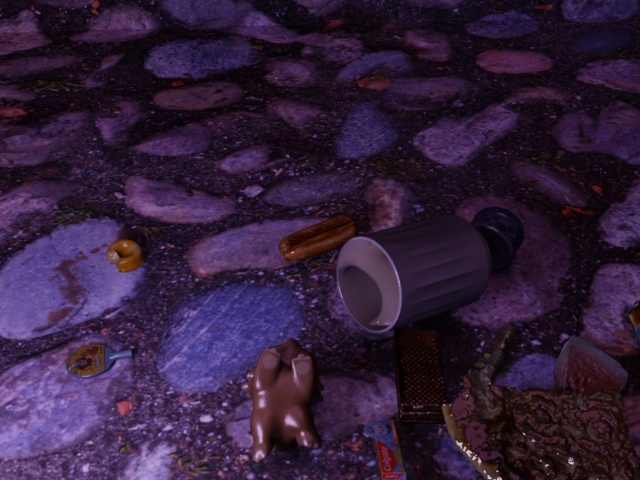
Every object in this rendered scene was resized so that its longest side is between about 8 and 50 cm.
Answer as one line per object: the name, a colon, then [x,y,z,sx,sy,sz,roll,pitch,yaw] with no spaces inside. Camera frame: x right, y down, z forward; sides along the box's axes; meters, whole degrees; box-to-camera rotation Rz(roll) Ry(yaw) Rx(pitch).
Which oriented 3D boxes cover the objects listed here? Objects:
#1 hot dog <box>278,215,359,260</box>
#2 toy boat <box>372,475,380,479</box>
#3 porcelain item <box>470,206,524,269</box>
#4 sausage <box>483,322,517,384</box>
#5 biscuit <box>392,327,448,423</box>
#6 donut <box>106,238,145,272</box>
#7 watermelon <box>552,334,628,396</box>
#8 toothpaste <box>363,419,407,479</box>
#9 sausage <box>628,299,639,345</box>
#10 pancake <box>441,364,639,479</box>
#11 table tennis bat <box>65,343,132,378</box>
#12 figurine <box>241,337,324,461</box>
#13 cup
hot dog: [0.000,0.000,2.179,0.249,0.068,0.100,-22,35,-28]
toy boat: [0.127,0.541,1.548,0.134,0.079,0.208,24,35,28]
porcelain item: [0.464,-0.009,2.133,0.147,0.147,0.114,21,45,22]
sausage: [0.417,0.281,1.878,0.033,0.033,0.269,20,44,21]
biscuit: [0.225,0.304,1.819,0.106,0.070,0.252,2,40,0]
donut: [-0.527,0.036,2.149,0.108,0.043,0.097,31,49,25]
watermelon: [0.583,0.347,1.775,0.154,0.094,0.241,27,48,15]
toothpaste: [0.129,0.439,1.627,0.070,0.044,0.193,-2,19,-1]
sausage: [0.798,0.270,1.864,0.082,0.082,0.371,0,39,-1]
pancake: [0.458,0.423,1.649,0.427,0.067,0.305,10,53,12]
table tennis bat: [-0.523,0.281,1.876,0.155,0.019,0.100,-9,40,-8]
figurine: [-0.078,0.340,1.712,0.177,0.173,0.247,-10,72,-7]
cup: [0.212,0.083,1.958,0.327,0.323,0.237,-14,86,-36]
